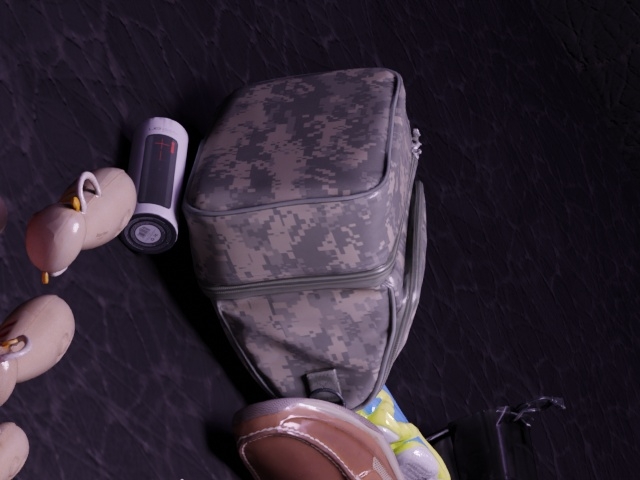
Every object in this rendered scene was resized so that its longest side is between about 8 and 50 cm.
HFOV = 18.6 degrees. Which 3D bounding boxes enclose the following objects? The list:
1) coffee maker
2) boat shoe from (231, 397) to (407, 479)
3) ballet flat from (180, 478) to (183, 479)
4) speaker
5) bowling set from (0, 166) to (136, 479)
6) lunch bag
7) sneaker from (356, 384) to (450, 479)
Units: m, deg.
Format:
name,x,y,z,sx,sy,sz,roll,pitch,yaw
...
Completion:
name,x,y,z,sx,sy,sz,roll,pitch,yaw
coffee maker,0.200,0.284,2.162,0.120,0.171,0.178,9,55,-33
boat shoe,0.025,0.259,1.868,0.324,0.123,0.116,44,34,-40
ballet flat,-0.065,0.252,1.728,0.077,0.091,0.241,53,11,27
speaker,-0.156,-0.053,1.834,0.055,0.055,0.136,50,29,-36
bowling set,-0.272,0.049,1.382,0.200,0.287,0.154,23,17,5
lunch bag,0.000,0.000,1.933,0.305,0.213,0.256,-81,163,-60
sneaker,0.062,0.185,2.049,0.240,0.091,0.126,49,28,-35
